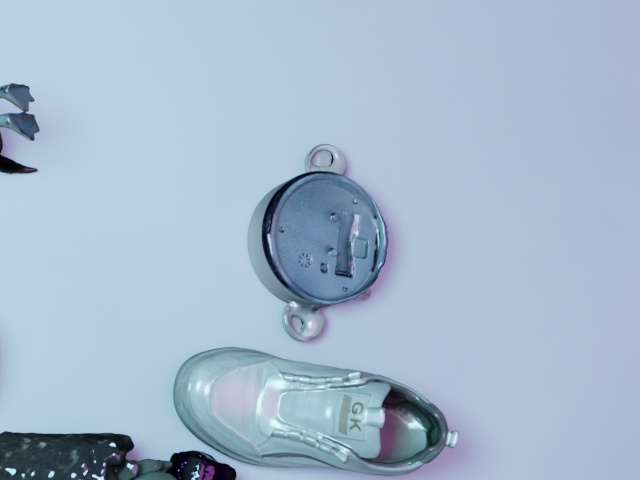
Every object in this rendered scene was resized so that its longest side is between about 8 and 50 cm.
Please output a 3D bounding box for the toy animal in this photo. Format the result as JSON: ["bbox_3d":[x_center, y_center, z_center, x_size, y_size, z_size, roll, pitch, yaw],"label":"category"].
[{"bbox_3d":[-0.341,-0.095,1.308,0.197,0.160,0.272,15,60,-42],"label":"toy animal"}]

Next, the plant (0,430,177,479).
[{"bbox_3d":[-0.229,0.252,1.308,0.194,0.132,0.129,10,88,-2],"label":"plant"}]

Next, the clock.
[{"bbox_3d":[0.000,0.000,1.493,0.156,0.063,0.229,14,78,-19],"label":"clock"}]

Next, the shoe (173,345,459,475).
[{"bbox_3d":[0.010,0.187,1.417,0.316,0.159,0.124,13,78,-23],"label":"shoe"}]

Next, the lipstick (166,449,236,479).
[{"bbox_3d":[-0.161,0.364,1.359,0.081,0.081,0.299,23,72,-18],"label":"lipstick"}]
